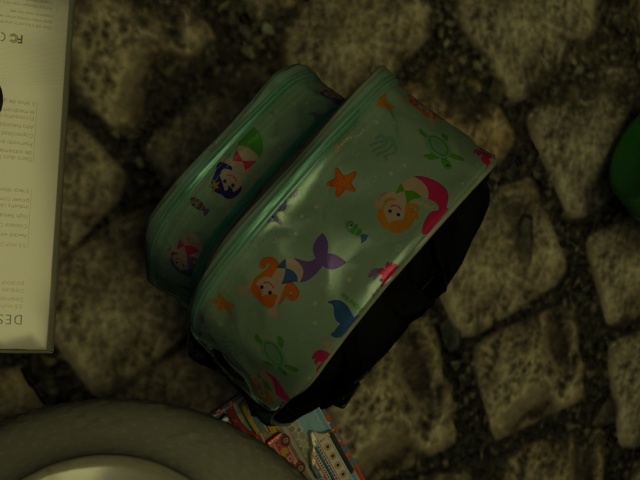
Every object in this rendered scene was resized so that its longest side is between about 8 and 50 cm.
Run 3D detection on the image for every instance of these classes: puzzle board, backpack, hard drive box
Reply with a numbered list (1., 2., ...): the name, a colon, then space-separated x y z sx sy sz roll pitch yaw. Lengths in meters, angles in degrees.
1. puzzle board: -0.027 0.168 0.896 0.096 0.011 0.128 -33 105 -19
2. backpack: 0.000 0.000 0.773 0.191 0.253 0.225 42 76 1
3. hard drive box: -0.260 -0.048 0.741 0.181 0.089 0.232 4 90 -24

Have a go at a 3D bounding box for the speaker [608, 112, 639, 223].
1. speaker: 0.395 -0.010 1.016 0.296 0.131 0.131 31 80 -22

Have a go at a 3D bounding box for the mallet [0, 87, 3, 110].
1. mallet: -0.217 -0.014 0.698 0.039 0.062 0.190 1 106 -23

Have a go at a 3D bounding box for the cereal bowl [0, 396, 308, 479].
1. cereal bowl: -0.127 0.228 0.680 0.338 0.141 0.339 4 49 -5
